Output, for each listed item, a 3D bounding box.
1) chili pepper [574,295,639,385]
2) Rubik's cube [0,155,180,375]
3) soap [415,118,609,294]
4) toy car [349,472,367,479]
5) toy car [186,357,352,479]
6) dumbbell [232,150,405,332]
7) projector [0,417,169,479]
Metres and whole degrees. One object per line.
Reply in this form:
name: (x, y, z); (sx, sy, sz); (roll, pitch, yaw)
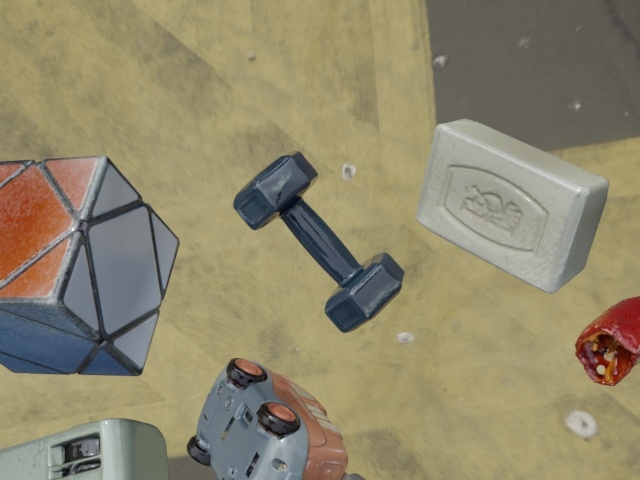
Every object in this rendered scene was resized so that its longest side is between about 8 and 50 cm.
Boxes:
chili pepper: (0.639, 0.169, 1.928); (0.338, 0.134, 0.131); (-18, 52, -41)
Rubik's cube: (-0.324, 0.037, 1.199); (0.205, 0.205, 0.207); (-3, 57, 21)
soap: (0.193, -0.038, 1.000); (0.183, 0.063, 0.121); (30, 123, 34)
toy car: (0.033, 0.607, 1.671); (0.226, 0.242, 0.336); (33, 126, 33)
toy car: (-0.070, 0.322, 1.570); (0.212, 0.270, 0.181); (17, 106, -37)
dumbbell: (-0.001, 0.000, 1.680); (0.156, 0.143, 0.316); (-42, 94, -14)
projector: (-0.288, 0.324, 1.092); (0.250, 0.108, 0.198); (-20, 65, 23)
